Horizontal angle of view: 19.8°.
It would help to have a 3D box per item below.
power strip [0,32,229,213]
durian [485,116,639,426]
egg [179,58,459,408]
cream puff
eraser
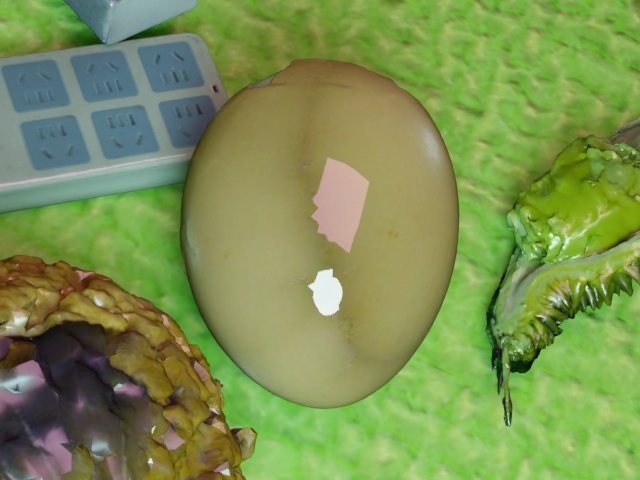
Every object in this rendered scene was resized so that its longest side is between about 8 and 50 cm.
[{"bbox_3d":[-0.189,-0.087,1.378,0.270,0.046,0.118,-11,65,-23],"label":"power strip"},{"bbox_3d":[0.217,-0.008,1.436,0.132,0.106,0.375,35,52,9],"label":"durian"},{"bbox_3d":[0.000,0.000,1.298,0.201,0.201,0.244,6,61,-15],"label":"egg"},{"bbox_3d":[-0.192,0.156,1.128,0.343,0.231,0.327,26,53,-3],"label":"cream puff"},{"bbox_3d":[-0.193,-0.247,1.445,0.092,0.046,0.212,-29,63,-33],"label":"eraser"}]
